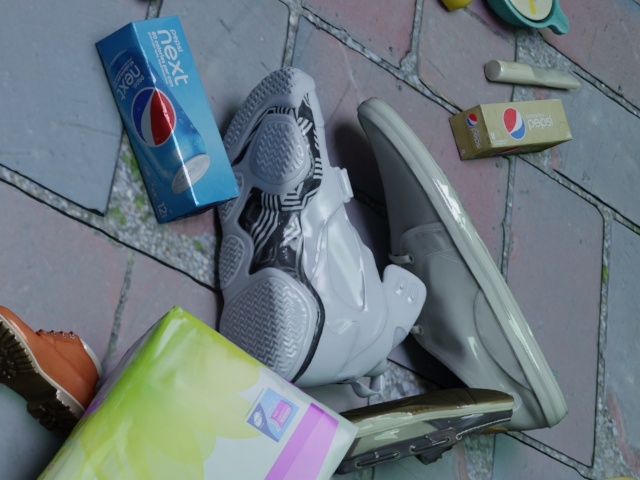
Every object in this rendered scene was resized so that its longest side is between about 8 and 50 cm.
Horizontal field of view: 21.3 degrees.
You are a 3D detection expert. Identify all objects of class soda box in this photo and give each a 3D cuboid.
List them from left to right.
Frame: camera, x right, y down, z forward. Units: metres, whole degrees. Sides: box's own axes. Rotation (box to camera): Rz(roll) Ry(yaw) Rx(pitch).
[{"bbox_3d":[-0.163,-0.130,1.823,0.071,0.067,0.210,-16,85,-47],"label":"soda box"},{"bbox_3d":[0.255,-0.148,2.255,0.181,0.058,0.061,-8,80,-46],"label":"soda box"}]

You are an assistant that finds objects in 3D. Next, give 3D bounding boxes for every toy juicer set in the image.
[{"bbox_3d":[0.255,-0.339,2.311,0.209,0.089,0.329,-29,96,-47],"label":"toy juicer set"}]

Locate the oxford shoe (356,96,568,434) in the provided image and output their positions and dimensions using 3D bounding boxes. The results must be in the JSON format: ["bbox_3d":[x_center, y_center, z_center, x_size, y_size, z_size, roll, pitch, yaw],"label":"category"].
[{"bbox_3d":[0.142,0.041,2.015,0.449,0.130,0.169,63,3,-4],"label":"oxford shoe"}]

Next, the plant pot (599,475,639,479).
[{"bbox_3d":[0.345,0.420,1.998,0.254,0.254,0.239,5,54,-44],"label":"plant pot"}]

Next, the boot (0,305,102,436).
[{"bbox_3d":[-0.271,0.106,1.631,0.158,0.059,0.084,53,41,-27],"label":"boot"}]

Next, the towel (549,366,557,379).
[{"bbox_3d":[0.275,0.178,2.177,0.083,0.009,0.060,34,51,-31],"label":"towel"}]

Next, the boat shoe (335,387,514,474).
[{"bbox_3d":[0.112,0.216,1.914,0.224,0.080,0.073,-8,99,-16],"label":"boat shoe"}]

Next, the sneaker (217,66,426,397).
[{"bbox_3d":[0.000,0.000,1.889,0.210,0.137,0.365,16,68,-41],"label":"sneaker"}]

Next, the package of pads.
[{"bbox_3d":[-0.136,0.235,1.583,0.229,0.101,0.296,34,64,-3],"label":"package of pads"}]
